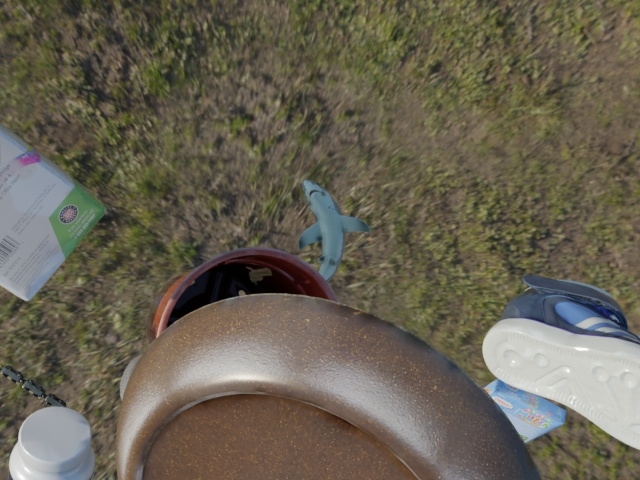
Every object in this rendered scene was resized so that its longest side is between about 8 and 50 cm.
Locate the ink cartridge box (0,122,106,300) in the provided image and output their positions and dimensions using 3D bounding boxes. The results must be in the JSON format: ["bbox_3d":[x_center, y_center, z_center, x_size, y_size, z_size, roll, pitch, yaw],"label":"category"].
[{"bbox_3d":[-0.553,-0.089,1.344,0.353,0.119,0.207,41,88,-30],"label":"ink cartridge box"}]

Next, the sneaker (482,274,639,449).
[{"bbox_3d":[0.398,0.142,1.109,0.323,0.236,0.130,19,120,31],"label":"sneaker"}]

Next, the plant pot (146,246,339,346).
[{"bbox_3d":[-0.137,0.142,1.256,0.272,0.265,0.272,0,91,-22],"label":"plant pot"}]

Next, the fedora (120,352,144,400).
[{"bbox_3d":[-0.259,0.331,1.592,0.275,0.244,0.124,29,122,4],"label":"fedora"}]

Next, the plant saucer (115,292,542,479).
[{"bbox_3d":[-0.011,0.185,0.541,0.310,0.050,0.311,9,114,21],"label":"plant saucer"}]

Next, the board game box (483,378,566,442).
[{"bbox_3d":[0.402,0.377,1.812,0.160,0.211,0.039,29,56,-5],"label":"board game box"}]

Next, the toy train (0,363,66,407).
[{"bbox_3d":[-0.594,0.304,1.737,0.158,0.036,0.027,34,83,-2],"label":"toy train"}]

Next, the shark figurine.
[{"bbox_3d":[0.010,0.027,1.762,0.166,0.116,0.278,16,93,8],"label":"shark figurine"}]

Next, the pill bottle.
[{"bbox_3d":[-0.501,0.443,1.564,0.153,0.153,0.265,15,125,-3],"label":"pill bottle"}]
